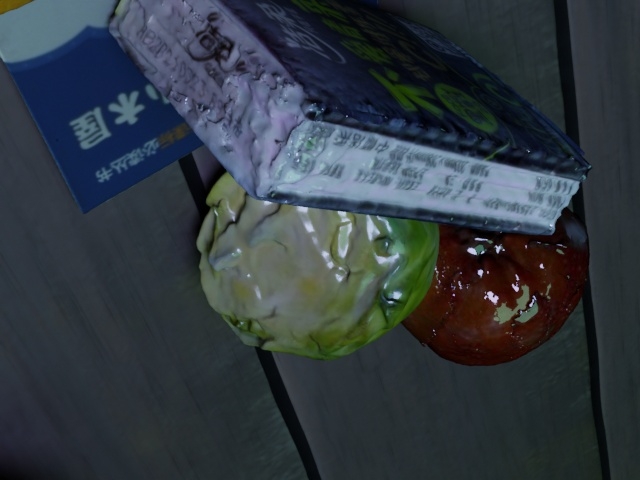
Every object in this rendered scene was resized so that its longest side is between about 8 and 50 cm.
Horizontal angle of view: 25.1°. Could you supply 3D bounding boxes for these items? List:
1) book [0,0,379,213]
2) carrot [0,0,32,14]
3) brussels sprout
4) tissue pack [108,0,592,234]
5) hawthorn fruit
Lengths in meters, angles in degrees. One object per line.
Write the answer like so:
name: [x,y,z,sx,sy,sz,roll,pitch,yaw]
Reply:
book: [-0.083,-0.172,0.770,0.228,0.018,0.322,-31,141,-10]
carrot: [-0.170,-0.228,0.552,0.114,0.114,0.301,-26,133,-17]
brussels sprout: [0.004,0.000,0.930,0.122,0.152,0.149,-22,121,-67]
tissue pack: [0.021,-0.079,0.794,0.235,0.173,0.073,6,121,-45]
hawthorn fruit: [0.115,0.025,1.035,0.148,0.148,0.172,-31,157,-11]
